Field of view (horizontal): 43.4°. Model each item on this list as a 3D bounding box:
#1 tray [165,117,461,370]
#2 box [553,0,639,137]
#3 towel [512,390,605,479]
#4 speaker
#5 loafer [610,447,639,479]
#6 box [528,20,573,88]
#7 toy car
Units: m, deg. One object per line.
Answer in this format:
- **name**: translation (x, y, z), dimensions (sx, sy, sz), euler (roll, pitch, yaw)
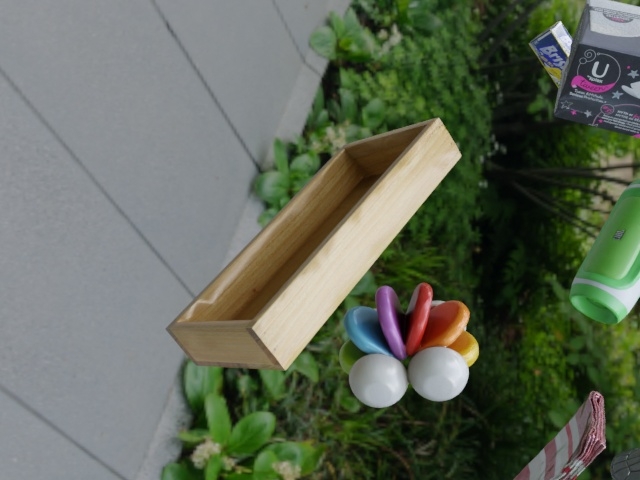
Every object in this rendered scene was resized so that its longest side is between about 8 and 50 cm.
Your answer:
- **tray**: translation (0.000, 0.000, 1.060), dimensions (0.411, 0.202, 0.076), euler (-47, 113, -32)
- **box**: translation (0.510, -0.262, 1.246), dimensions (0.142, 0.247, 0.163), euler (97, 13, -46)
- **towel**: translation (0.432, 0.450, 1.558), dimensions (0.329, 0.037, 0.237), euler (-55, 171, 19)
- **speaker**: translation (0.626, 0.020, 1.645), dimensions (0.297, 0.131, 0.131), euler (-56, 142, -15)
- **loafer**: translation (0.618, 0.476, 1.517), dimensions (0.267, 0.096, 0.084), euler (-40, 107, -81)
- **box**: translation (0.491, -0.346, 1.600), dimensions (0.169, 0.059, 0.054), euler (53, 50, -6)
- **toy car**: translation (0.108, 0.120, 1.038), dimensions (0.159, 0.181, 0.136), euler (-78, 157, -61)
